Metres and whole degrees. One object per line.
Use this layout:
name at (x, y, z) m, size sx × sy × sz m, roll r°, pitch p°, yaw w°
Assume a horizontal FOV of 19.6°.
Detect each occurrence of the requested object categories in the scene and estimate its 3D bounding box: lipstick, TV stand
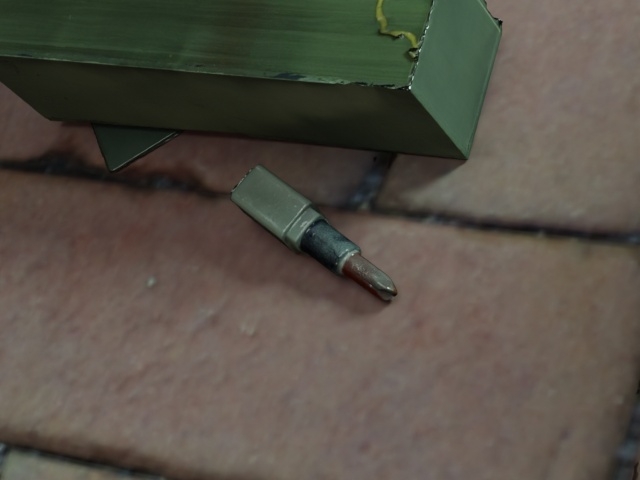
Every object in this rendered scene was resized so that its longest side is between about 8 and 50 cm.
lipstick at (0.000, 0.000, 0.952) m, size 0.107 × 0.025 × 0.025 m, roll 37°, pitch 85°, yaw 30°
TV stand at (-0.046, -0.106, 0.989) m, size 0.270 × 0.088 × 0.082 m, roll 8°, pitch 71°, yaw 28°

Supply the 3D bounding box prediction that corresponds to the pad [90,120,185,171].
pad at (-0.092, -0.167, 1.105) m, size 0.164 × 0.004 × 0.243 m, roll -32°, pitch 54°, yaw 9°
